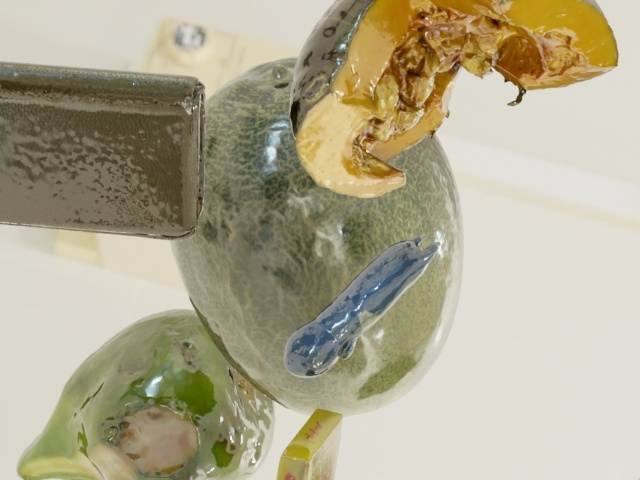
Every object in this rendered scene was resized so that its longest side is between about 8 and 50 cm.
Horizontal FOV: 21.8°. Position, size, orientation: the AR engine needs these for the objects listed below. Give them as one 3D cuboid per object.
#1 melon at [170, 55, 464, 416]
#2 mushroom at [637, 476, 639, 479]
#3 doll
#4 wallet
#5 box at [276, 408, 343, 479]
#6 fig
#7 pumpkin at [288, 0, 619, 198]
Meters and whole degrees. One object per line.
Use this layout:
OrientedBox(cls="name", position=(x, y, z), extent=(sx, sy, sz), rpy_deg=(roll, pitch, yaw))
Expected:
OrientedBox(cls="melon", position=(0.000, 0.000, 1.415), extent=(0.248, 0.248, 0.329), rpy_deg=(-67, 149, -53))
OrientedBox(cls="mushroom", position=(0.284, 0.199, 0.921), extent=(0.153, 0.253, 0.253), rpy_deg=(-103, -156, -68))
OrientedBox(cls="doll", position=(0.026, 0.040, 1.037), extent=(0.125, 0.037, 0.027), rpy_deg=(-42, 124, -10))
OrientedBox(cls="wallet", position=(-0.170, -0.058, 1.015), extent=(0.031, 0.198, 0.110), rpy_deg=(-80, 174, -59))
OrientedBox(cls="box", position=(-0.015, 0.191, 1.033), extent=(0.087, 0.023, 0.155), rpy_deg=(-35, 136, -68))
OrientedBox(cls="fig", position=(-0.192, 0.183, 1.673), extent=(0.206, 0.275, 0.206), rpy_deg=(48, 32, -45))
OrientedBox(cls="pumpkin", position=(0.063, -0.111, 0.929), extent=(0.119, 0.183, 0.107), rpy_deg=(47, 21, -54))
